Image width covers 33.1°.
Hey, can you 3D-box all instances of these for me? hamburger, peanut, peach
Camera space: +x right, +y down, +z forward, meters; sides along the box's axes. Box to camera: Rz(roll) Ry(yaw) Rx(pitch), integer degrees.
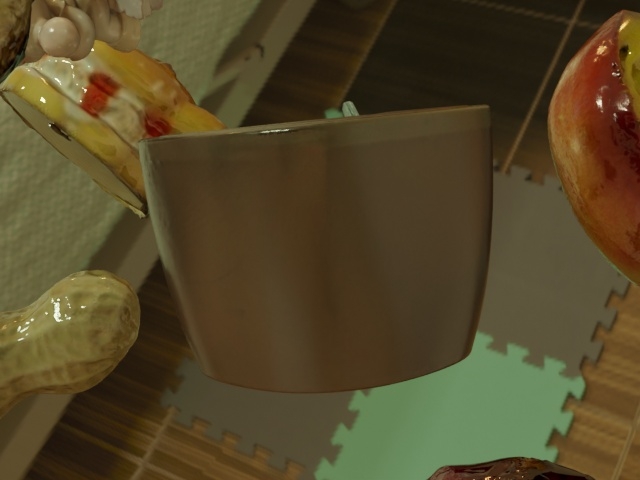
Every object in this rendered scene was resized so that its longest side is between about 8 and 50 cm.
[{"bbox_3d":[-0.269,-0.172,1.467,0.302,0.261,0.186,37,80,28],"label":"hamburger"},{"bbox_3d":[-0.342,0.137,1.259,0.298,0.136,0.120,-25,24,3],"label":"peanut"},{"bbox_3d":[0.450,-0.115,1.514,0.242,0.306,0.381,-27,62,46],"label":"peach"}]

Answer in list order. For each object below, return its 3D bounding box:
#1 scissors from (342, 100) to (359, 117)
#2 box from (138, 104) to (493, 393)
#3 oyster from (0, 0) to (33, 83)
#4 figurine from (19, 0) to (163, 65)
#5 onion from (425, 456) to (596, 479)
[{"bbox_3d":[0.112,-0.059,1.784,0.029,0.193,0.447,0,55,-32],"label":"scissors"},{"bbox_3d":[0.000,0.000,0.930,0.300,0.301,0.216,-2,98,15],"label":"box"},{"bbox_3d":[-0.238,-0.183,0.760,0.161,0.107,0.233,-29,28,41],"label":"oyster"},{"bbox_3d":[-0.289,-0.227,1.049,0.182,0.145,0.256,43,47,20],"label":"figurine"},{"bbox_3d":[0.214,0.492,1.279,0.398,0.399,0.420,14,33,22],"label":"onion"}]
